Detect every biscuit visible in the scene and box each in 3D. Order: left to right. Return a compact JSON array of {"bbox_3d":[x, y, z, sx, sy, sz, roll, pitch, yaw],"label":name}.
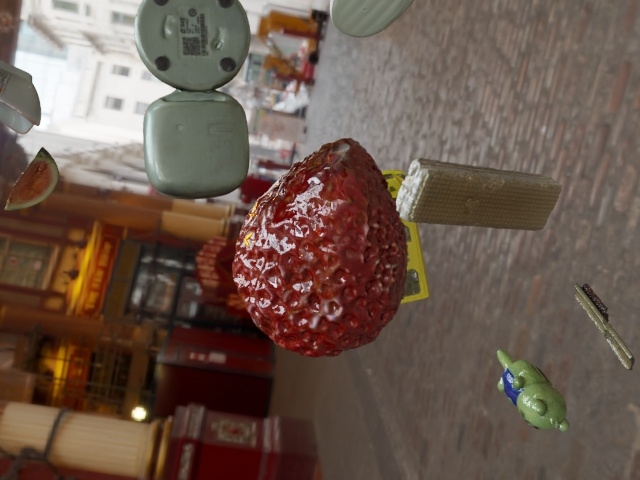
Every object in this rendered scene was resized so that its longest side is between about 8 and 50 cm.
[{"bbox_3d":[0.366,-0.102,1.949,0.078,0.426,0.144,50,129,47],"label":"biscuit"}]

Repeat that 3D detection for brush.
[{"bbox_3d":[0.609,0.176,1.814,0.248,0.036,0.043,-110,1,-54],"label":"brush"}]

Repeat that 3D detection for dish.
[{"bbox_3d":[-0.504,-0.231,1.225,0.151,0.213,0.077,2,72,63],"label":"dish"}]

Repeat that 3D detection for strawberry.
[{"bbox_3d":[-0.008,0.007,1.284,0.291,0.292,0.309,-88,-26,-54],"label":"strawberry"}]

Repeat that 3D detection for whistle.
[{"bbox_3d":[0.393,0.281,1.617,0.085,0.105,0.227,-47,31,10],"label":"whistle"}]

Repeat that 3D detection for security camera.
[{"bbox_3d":[-0.174,-0.207,1.176,0.080,0.157,0.301,-164,71,-74],"label":"security camera"}]

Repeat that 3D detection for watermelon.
[{"bbox_3d":[-0.583,-0.125,1.768,0.163,0.069,0.087,-48,16,30],"label":"watermelon"}]

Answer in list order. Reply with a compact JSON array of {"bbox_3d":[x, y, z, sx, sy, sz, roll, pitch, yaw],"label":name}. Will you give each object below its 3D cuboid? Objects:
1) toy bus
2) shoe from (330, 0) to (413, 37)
[{"bbox_3d":[0.185,-0.009,2.170,0.152,0.144,0.330,-122,20,-78],"label":"toy bus"},{"bbox_3d":[0.121,-0.484,1.293,0.363,0.132,0.160,-50,33,40],"label":"shoe"}]
